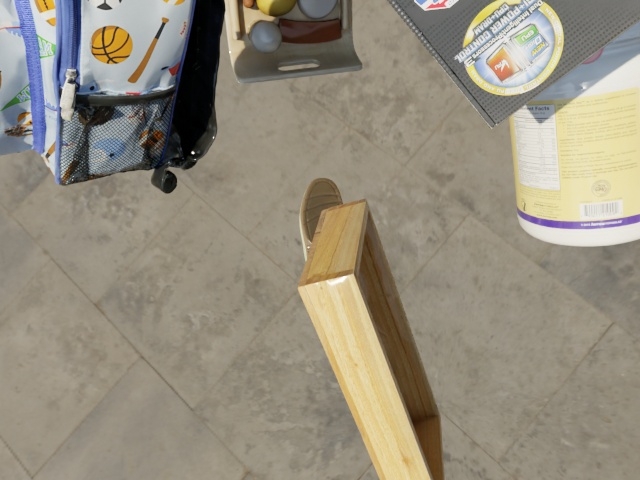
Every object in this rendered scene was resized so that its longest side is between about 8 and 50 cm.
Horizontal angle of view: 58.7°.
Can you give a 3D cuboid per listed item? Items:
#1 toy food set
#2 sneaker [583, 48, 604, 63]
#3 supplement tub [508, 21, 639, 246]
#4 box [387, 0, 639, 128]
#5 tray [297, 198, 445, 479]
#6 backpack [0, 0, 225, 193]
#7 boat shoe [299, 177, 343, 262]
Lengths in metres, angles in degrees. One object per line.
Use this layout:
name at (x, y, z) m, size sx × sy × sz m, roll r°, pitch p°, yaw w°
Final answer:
toy food set at (-0.039, -0.408, 0.873) m, size 0.219 × 0.306 × 0.092 m, roll -11°, pitch 33°, yaw -15°
sneaker at (0.269, -0.252, 0.613) m, size 0.051 × 0.070 × 0.134 m, roll -5°, pitch 111°, yaw 39°
supplement tub at (0.429, -0.182, 0.915) m, size 0.240 × 0.241 × 0.332 m, roll -9°, pitch 109°, yaw 9°
box at (0.182, -0.257, 0.448) m, size 0.270 × 0.060 × 0.216 m, roll -36°, pitch 107°, yaw 26°
tray at (0.085, 0.171, 0.782) m, size 0.076 × 0.203 × 0.411 m, roll -15°, pitch 115°, yaw 16°
backpack at (-0.211, -0.206, 0.460) m, size 0.277 × 0.213 × 0.263 m, roll 54°, pitch 135°, yaw 16°
boat shoe at (0.000, 0.000, 0.879) m, size 0.068 × 0.072 × 0.190 m, roll 2°, pitch 73°, yaw -2°
